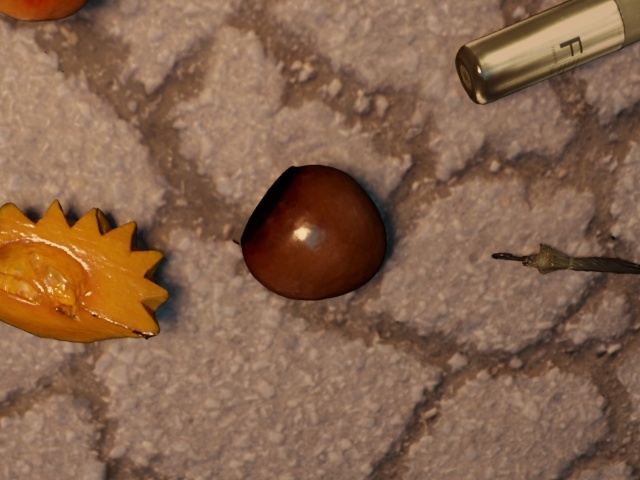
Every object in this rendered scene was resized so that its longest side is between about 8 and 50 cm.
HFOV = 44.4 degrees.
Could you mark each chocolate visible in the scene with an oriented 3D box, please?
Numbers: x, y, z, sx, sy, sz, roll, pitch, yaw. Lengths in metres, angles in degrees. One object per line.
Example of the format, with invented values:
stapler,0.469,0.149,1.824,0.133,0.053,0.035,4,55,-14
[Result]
chocolate,0.000,0.000,0.930,0.177,0.176,0.176,-2,106,-7

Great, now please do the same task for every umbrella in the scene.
umbrella,0.346,0.030,1.056,0.269,0.044,0.044,6,79,-19

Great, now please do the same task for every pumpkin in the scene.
pumpkin,-0.304,0.041,0.943,0.254,0.149,0.130,20,59,-8

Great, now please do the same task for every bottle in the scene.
bottle,0.291,-0.239,0.946,0.254,0.079,0.096,-24,145,-1

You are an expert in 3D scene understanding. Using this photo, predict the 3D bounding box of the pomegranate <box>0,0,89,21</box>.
pomegranate,-0.294,-0.317,0.786,0.191,0.191,0.191,-2,106,-7
